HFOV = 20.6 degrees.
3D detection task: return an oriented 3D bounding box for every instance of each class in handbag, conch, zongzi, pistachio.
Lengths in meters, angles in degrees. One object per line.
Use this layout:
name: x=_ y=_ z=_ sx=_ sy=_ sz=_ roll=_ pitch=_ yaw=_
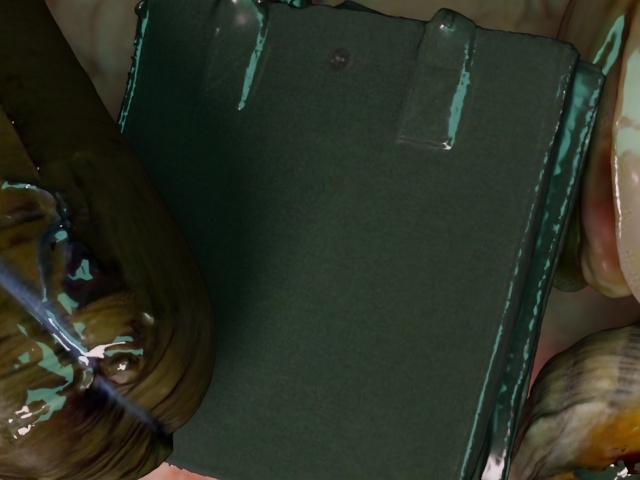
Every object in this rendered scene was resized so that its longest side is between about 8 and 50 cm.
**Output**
handbag: x=-0.001 y=0.001 z=0.883 sx=0.247 sy=0.079 sz=0.260 roll=14 pitch=91 yaw=30
conch: x=0.180 y=0.152 z=0.885 sx=0.210 sy=0.291 sz=0.159 roll=-6 pitch=123 yaw=36
zongzi: x=-0.255 y=0.031 z=0.848 sx=0.360 sy=0.160 sz=0.323 roll=-32 pitch=63 yaw=1
pistachio: x=0.180 y=-0.070 z=0.930 sx=0.144 sy=0.144 sz=0.215 roll=16 pitch=88 yaw=-6
